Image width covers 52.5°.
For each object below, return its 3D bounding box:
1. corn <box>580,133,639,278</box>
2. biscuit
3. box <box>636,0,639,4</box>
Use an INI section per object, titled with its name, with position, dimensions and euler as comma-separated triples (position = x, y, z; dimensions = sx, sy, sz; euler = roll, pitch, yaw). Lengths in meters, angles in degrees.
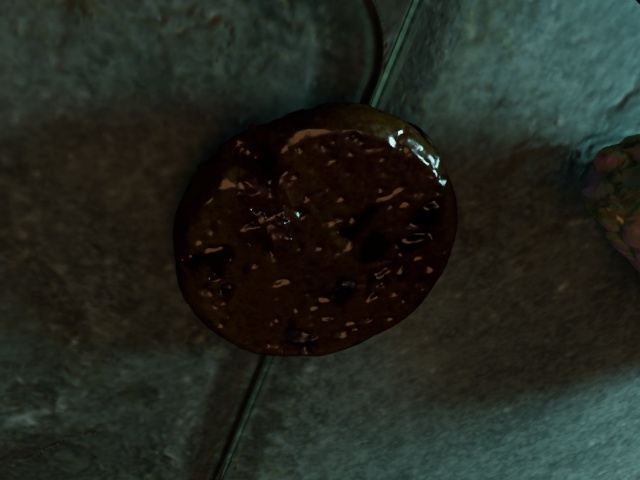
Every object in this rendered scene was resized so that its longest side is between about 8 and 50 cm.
[corn]
position = 0.310, 0.033, 0.478
dimensions = 0.335, 0.126, 0.127
euler = 37, 109, -29
[biscuit]
position = 0.000, 0.000, 0.412
dimensions = 0.192, 0.049, 0.192
euler = -8, 133, -8
[box]
position = 0.301, -0.196, 0.194
dimensions = 0.345, 0.204, 0.251
euler = -31, 156, 7
